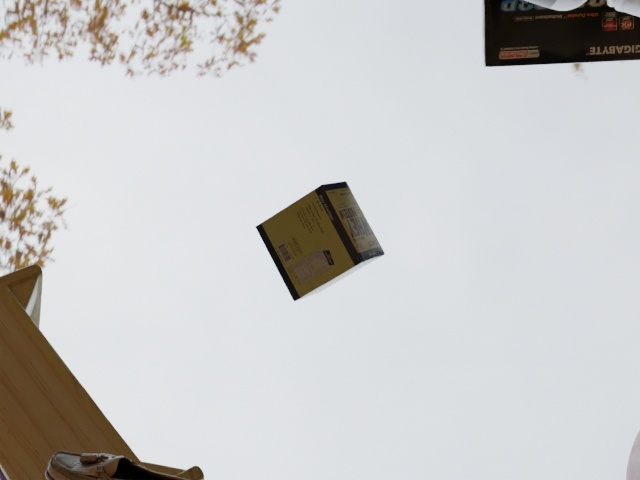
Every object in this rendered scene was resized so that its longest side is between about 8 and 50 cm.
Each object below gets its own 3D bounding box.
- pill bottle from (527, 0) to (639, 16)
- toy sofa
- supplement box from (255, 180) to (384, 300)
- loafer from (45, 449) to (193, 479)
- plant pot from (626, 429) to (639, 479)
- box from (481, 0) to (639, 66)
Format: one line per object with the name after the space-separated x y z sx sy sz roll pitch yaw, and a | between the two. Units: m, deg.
0.136 -0.205 0.606 0.180 0.108 0.107 18 -107 1 | pill bottle
-0.301 0.209 1.052 0.177 0.150 0.362 -24 -124 -36 | toy sofa
0.000 0.000 0.928 0.083 0.083 0.056 62 -154 6 | supplement box
-0.138 0.173 0.709 0.125 0.045 0.039 19 -72 10 | loafer
0.397 0.215 0.813 0.273 0.265 0.272 1 -100 -3 | plant pot
0.319 -0.317 1.262 0.220 0.051 0.175 -1 -78 4 | box
